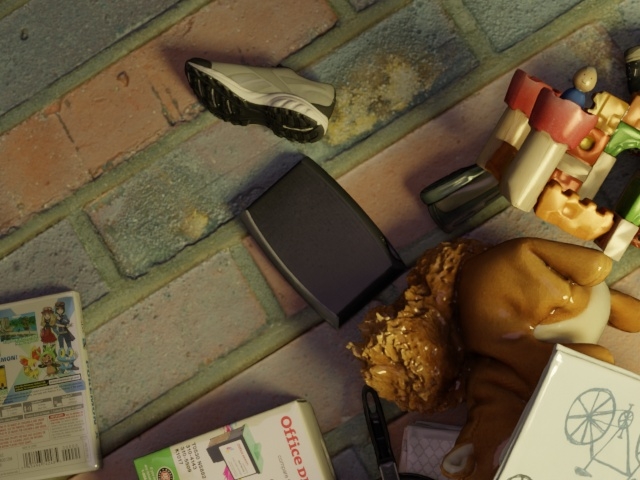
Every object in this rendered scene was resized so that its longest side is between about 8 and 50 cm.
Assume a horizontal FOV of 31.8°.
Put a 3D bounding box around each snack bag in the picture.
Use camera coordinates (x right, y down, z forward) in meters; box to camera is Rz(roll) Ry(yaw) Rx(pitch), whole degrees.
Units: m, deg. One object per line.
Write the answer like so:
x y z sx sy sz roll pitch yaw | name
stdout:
0.347 0.330 1.519 0.037 0.323 0.342 32 100 54 | snack bag

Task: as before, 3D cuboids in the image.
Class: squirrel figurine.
0.251 0.194 1.659 0.397 0.281 0.370 14 78 27 | squirrel figurine

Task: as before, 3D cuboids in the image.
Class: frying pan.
0.135 0.378 1.675 0.197 0.053 0.326 7 69 9 | frying pan

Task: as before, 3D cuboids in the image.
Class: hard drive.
0.000 0.000 1.826 0.172 0.054 0.254 -41 79 1 | hard drive

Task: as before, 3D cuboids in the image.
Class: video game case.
-0.541 0.259 1.876 0.329 0.036 0.300 -11 80 7 | video game case

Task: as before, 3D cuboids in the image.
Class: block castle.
0.466 -0.084 1.591 0.453 0.303 0.212 27 104 -7 | block castle

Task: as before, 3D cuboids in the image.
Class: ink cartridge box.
-0.121 0.386 1.755 0.278 0.117 0.201 -21 79 4 | ink cartridge box

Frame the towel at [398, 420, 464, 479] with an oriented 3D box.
0.270 0.439 1.683 0.332 0.053 0.317 4 67 8 | towel

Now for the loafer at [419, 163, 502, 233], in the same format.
0.293 -0.101 1.793 0.268 0.096 0.084 -26 98 10 | loafer

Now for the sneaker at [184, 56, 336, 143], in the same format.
-0.100 -0.248 1.867 0.272 0.100 0.108 20 61 14 | sneaker

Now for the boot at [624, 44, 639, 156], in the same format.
0.594 -0.215 1.764 0.236 0.085 0.178 3 87 8 | boot
